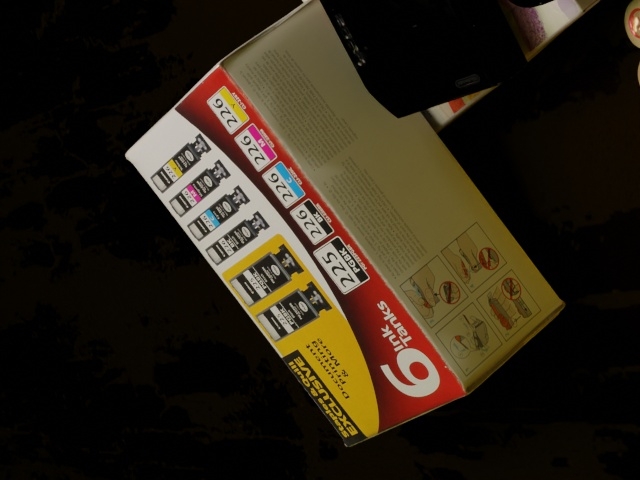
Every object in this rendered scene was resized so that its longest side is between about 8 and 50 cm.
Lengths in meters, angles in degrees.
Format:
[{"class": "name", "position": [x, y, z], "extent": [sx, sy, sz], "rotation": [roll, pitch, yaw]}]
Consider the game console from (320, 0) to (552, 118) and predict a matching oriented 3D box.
[{"class": "game console", "position": [0.117, -0.217, 1.232], "extent": [0.361, 0.044, 0.213], "rotation": [-17, 106, 49]}]

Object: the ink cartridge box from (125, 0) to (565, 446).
[{"class": "ink cartridge box", "position": [0.000, 0.000, 1.493], "extent": [0.309, 0.130, 0.272], "rotation": [53, 149, -1]}]

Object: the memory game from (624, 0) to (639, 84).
[{"class": "memory game", "position": [0.266, -0.143, 1.219], "extent": [0.186, 0.012, 0.186], "rotation": [29, 127, 49]}]

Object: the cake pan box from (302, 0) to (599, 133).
[{"class": "cake pan box", "position": [0.068, -0.232, 1.370], "extent": [0.267, 0.070, 0.245], "rotation": [53, 144, -1]}]
